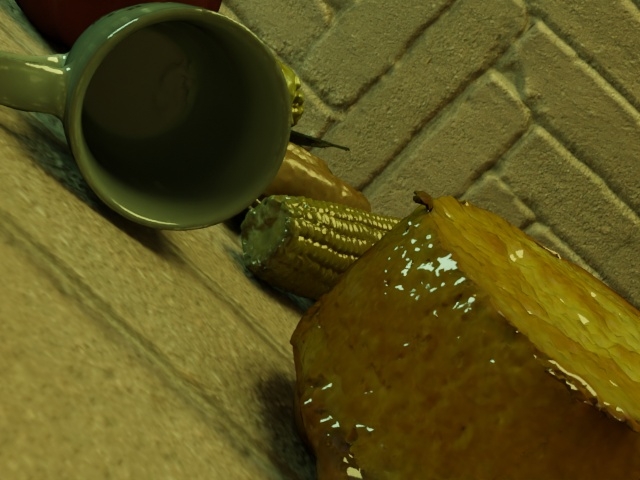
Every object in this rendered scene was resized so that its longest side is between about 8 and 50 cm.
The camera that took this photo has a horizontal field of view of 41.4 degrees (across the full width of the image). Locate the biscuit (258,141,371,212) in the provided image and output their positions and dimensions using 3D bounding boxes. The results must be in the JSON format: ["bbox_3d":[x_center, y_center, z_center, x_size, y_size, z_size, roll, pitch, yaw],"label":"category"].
[{"bbox_3d":[-0.062,-0.093,1.203,0.296,0.102,0.296,26,3,-1],"label":"biscuit"}]

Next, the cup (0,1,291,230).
[{"bbox_3d":[-0.187,-0.136,0.774,0.258,0.186,0.234,8,15,-28],"label":"cup"}]

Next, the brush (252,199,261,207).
[{"bbox_3d":[-0.125,-0.079,1.379,0.196,0.021,0.070,44,5,-24],"label":"brush"}]

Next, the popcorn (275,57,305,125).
[{"bbox_3d":[-0.162,-0.317,1.811,0.266,0.192,0.233,5,6,-23],"label":"popcorn"}]

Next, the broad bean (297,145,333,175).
[{"bbox_3d":[-0.071,-0.144,1.707,0.238,0.119,0.291,36,1,19],"label":"broad bean"}]

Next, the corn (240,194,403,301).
[{"bbox_3d":[0.044,0.021,1.059,0.344,0.131,0.131,12,27,-44],"label":"corn"}]

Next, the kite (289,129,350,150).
[{"bbox_3d":[-0.110,-0.169,1.313,0.335,0.011,0.314,13,-5,27],"label":"kite"}]

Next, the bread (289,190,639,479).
[{"bbox_3d":[0.163,0.145,0.642,0.398,0.215,0.398,31,19,-12],"label":"bread"}]

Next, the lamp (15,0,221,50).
[{"bbox_3d":[-0.286,-0.381,1.195,0.303,0.257,0.303,11,38,-9],"label":"lamp"}]
